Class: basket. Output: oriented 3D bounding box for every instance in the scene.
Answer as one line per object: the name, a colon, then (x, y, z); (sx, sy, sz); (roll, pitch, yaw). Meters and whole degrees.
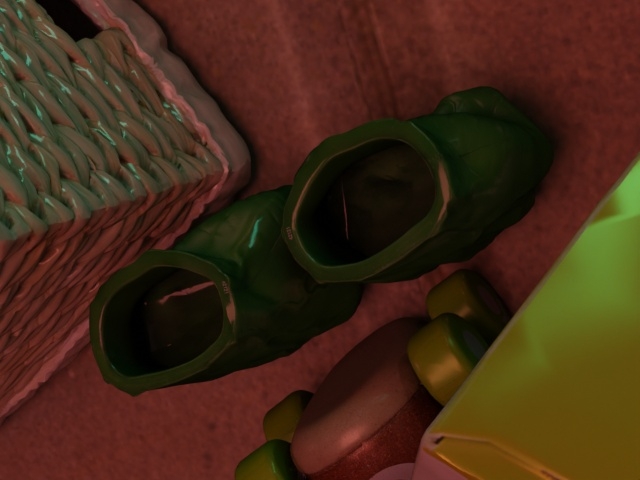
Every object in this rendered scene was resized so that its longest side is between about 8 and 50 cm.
basket: (-0.286, -0.046, 1.143); (0.331, 0.266, 0.328); (-43, 82, 27)

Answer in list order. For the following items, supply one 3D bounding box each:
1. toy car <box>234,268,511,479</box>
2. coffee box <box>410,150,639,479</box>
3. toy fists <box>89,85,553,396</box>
toy car: (0.076, 0.142, 1.094); (0.155, 0.149, 0.188); (-38, 97, 19)
coffee box: (0.255, 0.118, 0.806); (0.338, 0.337, 0.334); (33, 154, 15)
toy fists: (0.000, 0.000, 1.085); (0.279, 0.142, 0.096); (-31, 76, 29)
